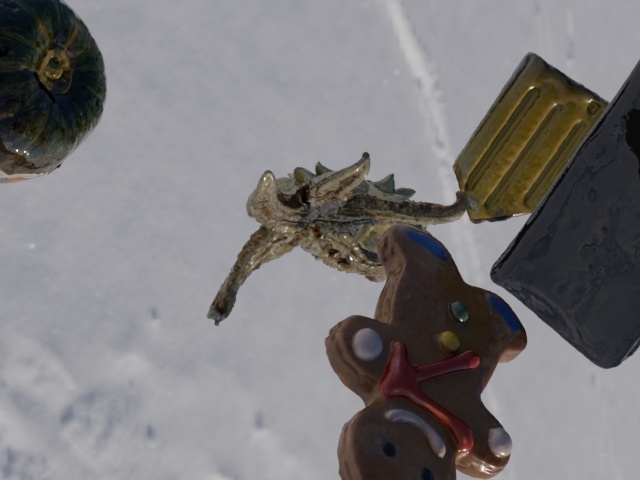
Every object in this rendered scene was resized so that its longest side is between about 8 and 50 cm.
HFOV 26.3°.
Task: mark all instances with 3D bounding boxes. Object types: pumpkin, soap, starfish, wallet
[{"bbox_3d":[-0.397,-0.203,1.725,0.260,0.189,0.260,-2,92,-62],"label":"pumpkin"},{"bbox_3d":[0.302,-0.132,2.038,0.257,0.160,0.080,-56,180,13],"label":"soap"},{"bbox_3d":[-0.005,-0.008,1.629,0.375,0.327,0.094,23,39,-54],"label":"starfish"},{"bbox_3d":[0.341,-0.025,1.476,0.051,0.197,0.377,-37,162,-47],"label":"wallet"}]

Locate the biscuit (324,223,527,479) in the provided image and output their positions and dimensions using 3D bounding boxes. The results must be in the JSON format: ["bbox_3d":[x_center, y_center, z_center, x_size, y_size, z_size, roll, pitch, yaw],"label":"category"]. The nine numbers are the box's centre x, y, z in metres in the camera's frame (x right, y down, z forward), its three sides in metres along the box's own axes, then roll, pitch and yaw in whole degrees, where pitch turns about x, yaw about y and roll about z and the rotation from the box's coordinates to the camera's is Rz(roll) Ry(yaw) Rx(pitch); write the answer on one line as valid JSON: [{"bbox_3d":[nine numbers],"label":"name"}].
[{"bbox_3d":[0.100,0.127,1.241,0.205,0.049,0.324,41,43,-9],"label":"biscuit"}]

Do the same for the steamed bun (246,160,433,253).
[{"bbox_3d":[0.040,-0.041,2.050,0.295,0.292,0.137,57,50,-83],"label":"steamed bun"}]
